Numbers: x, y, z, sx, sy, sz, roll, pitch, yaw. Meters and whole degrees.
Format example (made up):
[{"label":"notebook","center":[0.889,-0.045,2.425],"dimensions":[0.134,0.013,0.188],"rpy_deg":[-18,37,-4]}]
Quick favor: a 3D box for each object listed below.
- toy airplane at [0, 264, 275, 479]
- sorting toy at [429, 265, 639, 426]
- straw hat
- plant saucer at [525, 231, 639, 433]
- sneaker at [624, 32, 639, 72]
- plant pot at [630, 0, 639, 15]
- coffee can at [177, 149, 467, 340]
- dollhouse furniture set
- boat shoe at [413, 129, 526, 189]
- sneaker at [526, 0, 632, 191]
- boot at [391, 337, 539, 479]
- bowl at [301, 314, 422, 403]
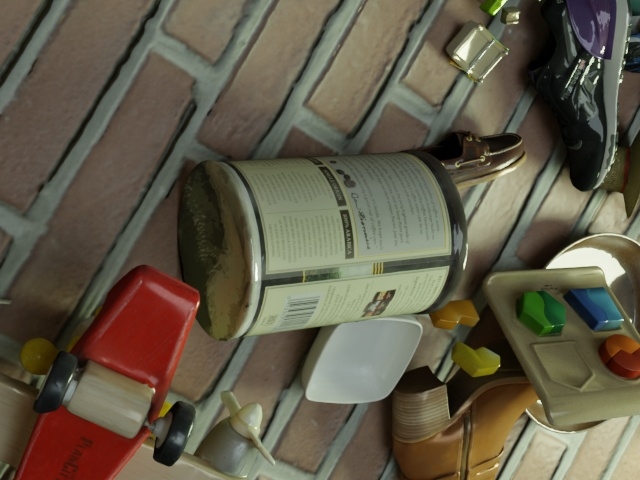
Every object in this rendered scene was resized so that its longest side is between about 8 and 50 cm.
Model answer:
[{"label":"toy airplane","center":[-0.252,0.197,1.095],"dimensions":[0.385,0.272,0.386],"rpy_deg":[-12,123,12]},{"label":"sorting toy","center":[0.305,0.132,1.370],"dimensions":[0.307,0.229,0.041],"rpy_deg":[-2,143,-26]},{"label":"straw hat","center":[0.429,-0.103,1.505],"dimensions":[0.061,0.144,0.144],"rpy_deg":[9,99,9]},{"label":"plant saucer","center":[0.391,0.136,1.555],"dimensions":[0.311,0.050,0.310],"rpy_deg":[-7,105,-28]},{"label":"sneaker","center":[0.509,-0.296,1.514],"dimensions":[0.211,0.080,0.081],"rpy_deg":[-10,83,-28]},{"label":"plant pot","center":[0.406,-0.425,1.367],"dimensions":[0.234,0.166,0.165],"rpy_deg":[23,90,-25]},{"label":"coffee can","center":[0.000,0.000,1.200],"dimensions":[0.276,0.201,0.201],"rpy_deg":[-5,104,-29]},{"label":"dollhouse furniture set","center":[0.222,-0.289,1.366],"dimensions":[0.076,0.058,0.151],"rpy_deg":[31,105,-40]},{"label":"boat shoe","center":[0.181,-0.106,1.356],"dimensions":[0.207,0.073,0.073],"rpy_deg":[-23,115,-24]},{"label":"sneaker","center":[0.342,-0.206,1.432],"dimensions":[0.124,0.107,0.283],"rpy_deg":[-1,112,-1]},{"label":"boot","center":[0.237,0.264,1.440],"dimensions":[0.284,0.109,0.220],"rpy_deg":[-16,116,-13]},{"label":"bowl","center":[0.048,0.140,1.331],"dimensions":[0.142,0.053,0.142],"rpy_deg":[6,122,-31]}]
